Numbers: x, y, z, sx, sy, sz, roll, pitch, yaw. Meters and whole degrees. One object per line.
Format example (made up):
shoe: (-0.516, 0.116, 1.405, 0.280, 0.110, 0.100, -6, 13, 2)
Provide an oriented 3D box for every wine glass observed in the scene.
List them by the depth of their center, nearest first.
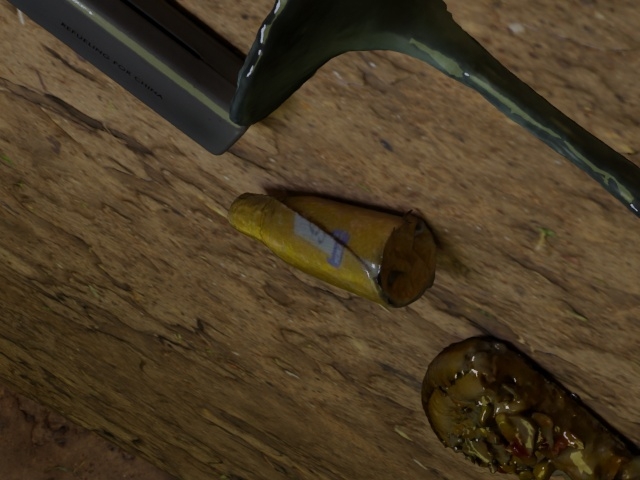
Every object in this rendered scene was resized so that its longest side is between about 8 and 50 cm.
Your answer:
wine glass: (0.167, -0.023, 0.805, 0.406, 0.267, 0.267, 36, 161, 5)

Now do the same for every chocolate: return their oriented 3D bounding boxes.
chocolate: (0.000, 0.000, 1.365, 0.219, 0.085, 0.085, 16, 154, 44)

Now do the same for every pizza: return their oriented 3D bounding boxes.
pizza: (0.203, 0.204, 1.535, 0.288, 0.074, 0.251, 39, 162, -11)

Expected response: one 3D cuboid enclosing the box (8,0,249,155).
box: (-0.155, -0.167, 1.246, 0.244, 0.055, 0.103, 36, 161, -8)
